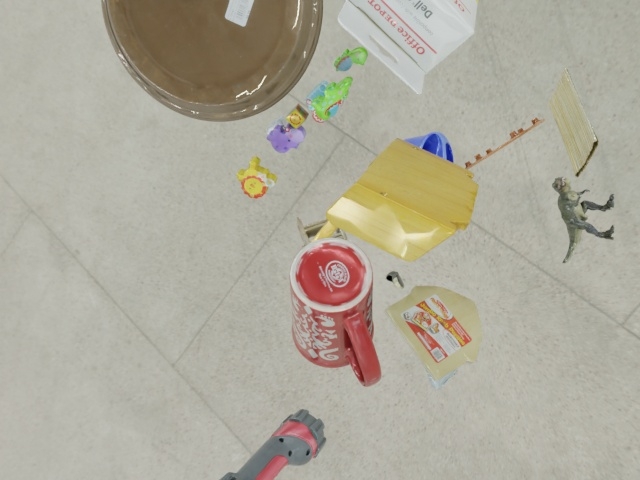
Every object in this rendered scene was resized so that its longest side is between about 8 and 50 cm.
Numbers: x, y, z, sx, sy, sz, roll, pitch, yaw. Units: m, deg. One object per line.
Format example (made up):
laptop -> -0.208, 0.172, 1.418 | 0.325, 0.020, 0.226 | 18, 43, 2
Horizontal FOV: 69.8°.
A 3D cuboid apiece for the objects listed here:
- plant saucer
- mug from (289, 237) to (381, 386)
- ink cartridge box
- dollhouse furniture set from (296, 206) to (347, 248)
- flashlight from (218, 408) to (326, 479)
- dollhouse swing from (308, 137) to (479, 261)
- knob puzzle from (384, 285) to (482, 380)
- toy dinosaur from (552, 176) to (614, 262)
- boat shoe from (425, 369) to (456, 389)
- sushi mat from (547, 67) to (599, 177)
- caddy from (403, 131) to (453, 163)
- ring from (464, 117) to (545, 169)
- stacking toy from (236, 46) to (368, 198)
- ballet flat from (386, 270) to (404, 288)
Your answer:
plant saucer -> -0.135, -0.286, 0.554 | 0.277, 0.041, 0.278 | 1, 107, 2
mug -> 0.030, 0.086, 0.560 | 0.150, 0.169, 0.113 | 28, 63, 18
ink cartridge box -> 0.174, -0.451, 0.819 | 0.119, 0.207, 0.354 | -32, 31, 47
dollhouse furniture set -> 0.000, 0.000, 1.546 | 0.129, 0.184, 0.129 | -18, 65, -11
flashlight -> -0.094, 0.445, 0.879 | 0.103, 0.304, 0.103 | 1, 103, 26
dollhouse swing -> 0.162, -0.041, 1.129 | 0.315, 0.347, 0.305 | 27, 124, 8
knob puzzle -> 0.254, 0.178, 0.963 | 0.213, 0.030, 0.213 | 6, 54, -9
toy dinosaur -> 0.615, -0.051, 1.069 | 0.118, 0.268, 0.064 | 1, 40, 37
boat shoe -> 0.436, 0.438, 1.597 | 0.079, 0.227, 0.081 | -8, 102, 41
sushi mat -> 0.742, -0.350, 1.357 | 0.019, 0.151, 0.317 | -1, 56, 4
caddy -> 0.414, -0.256, 1.805 | 0.179, 0.241, 0.342 | 7, 81, 46
ring -> 0.677, -0.360, 1.721 | 0.336, 0.336, 0.032 | -32, 88, 12
stacking toy -> -0.019, -0.170, 0.650 | 0.052, 0.167, 0.221 | 41, 125, -19
ballet flat -> 0.265, 0.145, 1.627 | 0.049, 0.173, 0.058 | -27, 92, 6
